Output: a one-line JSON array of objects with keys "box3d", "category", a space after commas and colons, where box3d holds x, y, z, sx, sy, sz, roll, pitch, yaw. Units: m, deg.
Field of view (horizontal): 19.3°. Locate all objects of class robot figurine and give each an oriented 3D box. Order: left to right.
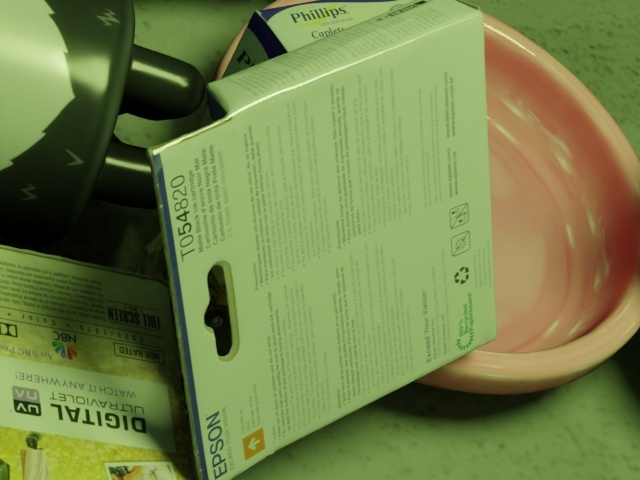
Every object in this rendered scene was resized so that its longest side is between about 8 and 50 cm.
[{"box3d": [-0.214, -0.096, 1.117, 0.278, 0.173, 0.209, 16, 49, -16], "category": "robot figurine"}]

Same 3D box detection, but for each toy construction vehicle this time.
[{"box3d": [-0.089, 0.043, 1.135, 0.035, 0.098, 0.086, 11, 30, -32], "category": "toy construction vehicle"}]

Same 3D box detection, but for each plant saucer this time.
[{"box3d": [0.071, -0.029, 1.282, 0.332, 0.084, 0.332, 14, 49, -17], "category": "plant saucer"}]

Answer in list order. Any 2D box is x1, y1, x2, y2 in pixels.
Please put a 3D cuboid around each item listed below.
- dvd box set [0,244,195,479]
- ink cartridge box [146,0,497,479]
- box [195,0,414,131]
[{"box3d": [-0.189, 0.185, 0.925, 0.307, 0.062, 0.420, 12, 53, -35], "category": "dvd box set"}, {"box3d": [0.000, 0.000, 1.042, 0.224, 0.223, 0.045, -25, 36, -30], "category": "ink cartridge box"}, {"box3d": [0.005, -0.076, 1.130, 0.126, 0.137, 0.072, -15, 60, -36], "category": "box"}]
